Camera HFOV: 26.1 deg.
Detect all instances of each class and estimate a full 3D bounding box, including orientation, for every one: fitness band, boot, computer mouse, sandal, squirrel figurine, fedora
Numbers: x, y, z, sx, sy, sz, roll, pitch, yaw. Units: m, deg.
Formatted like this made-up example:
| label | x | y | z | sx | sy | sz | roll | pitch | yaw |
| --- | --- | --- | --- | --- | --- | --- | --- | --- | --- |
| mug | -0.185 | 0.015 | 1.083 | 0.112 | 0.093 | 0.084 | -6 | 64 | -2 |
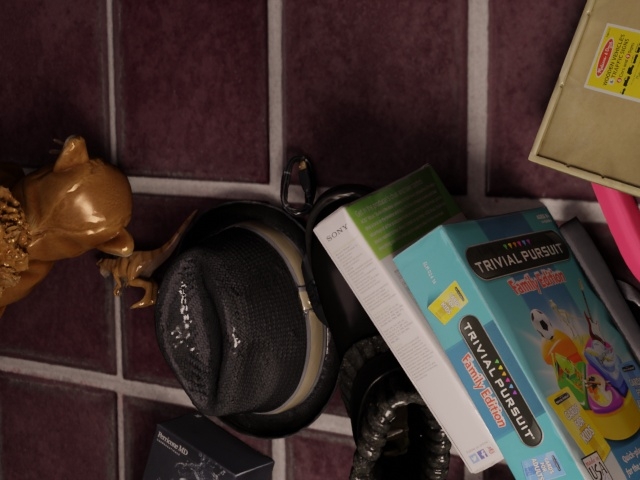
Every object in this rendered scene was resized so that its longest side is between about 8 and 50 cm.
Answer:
| label | x | y | z | sx | sy | sz | roll | pitch | yaw |
| --- | --- | --- | --- | --- | --- | --- | --- | --- | --- |
| fitness band | 0.406 | -0.066 | 1.512 | 0.209 | 0.054 | 0.291 | -27 | 79 | 38 |
| boot | 0.069 | 0.126 | 1.612 | 0.131 | 0.260 | 0.348 | -14 | 108 | 6 |
| computer mouse | 0.000 | 0.000 | 1.796 | 0.041 | 0.071 | 0.242 | -39 | 66 | 65 |
| sandal | 0.353 | 0.079 | 1.546 | 0.054 | 0.097 | 0.254 | -31 | 78 | 7 |
| squirrel figurine | -0.454 | 0.004 | 1.939 | 0.370 | 0.397 | 0.281 | -17 | 100 | 16 |
| fedora | -0.125 | 0.116 | 1.853 | 0.334 | 0.152 | 0.334 | 5 | 99 | 36 |

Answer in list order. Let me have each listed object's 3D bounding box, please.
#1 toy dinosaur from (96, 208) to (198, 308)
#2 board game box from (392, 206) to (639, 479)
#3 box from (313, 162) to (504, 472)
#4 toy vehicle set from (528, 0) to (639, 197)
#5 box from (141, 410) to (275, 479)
| label | x | y | z | sx | sy | sz | roll | pitch | yaw |
| --- | --- | --- | --- | --- | --- | --- | --- | --- | --- |
| toy dinosaur | -0.258 | 0.038 | 1.994 | 0.211 | 0.064 | 0.112 | -18 | 84 | 36 |
| board game box | 0.251 | 0.131 | 1.521 | 0.079 | 0.254 | 0.336 | -37 | 75 | 32 |
| box | 0.147 | 0.079 | 1.570 | 0.058 | 0.232 | 0.322 | -34 | 86 | 32 |
| toy vehicle set | 0.345 | -0.186 | 1.493 | 0.166 | 0.035 | 0.267 | 24 | 96 | 40 |
| box | -0.168 | 0.352 | 1.954 | 0.156 | 0.093 | 0.158 | 27 | 110 | 30 |
